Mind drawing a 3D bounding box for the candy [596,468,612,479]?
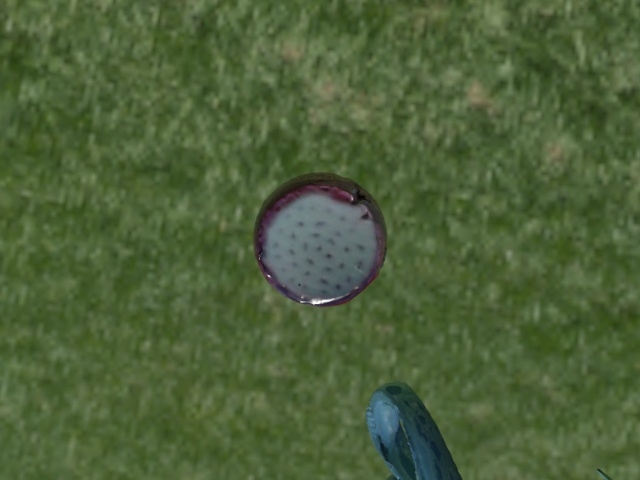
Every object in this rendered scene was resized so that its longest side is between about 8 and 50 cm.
[{"bbox_3d":[0.247,0.208,1.230,0.025,0.083,0.023,-12,134,-42],"label":"candy"}]

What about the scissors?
[{"bbox_3d":[0.110,0.229,1.025,0.032,0.393,0.180,-20,118,-12],"label":"scissors"}]

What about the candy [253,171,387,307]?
[{"bbox_3d":[0.000,0.000,1.180,0.103,0.103,0.043,7,-164,1],"label":"candy"}]
